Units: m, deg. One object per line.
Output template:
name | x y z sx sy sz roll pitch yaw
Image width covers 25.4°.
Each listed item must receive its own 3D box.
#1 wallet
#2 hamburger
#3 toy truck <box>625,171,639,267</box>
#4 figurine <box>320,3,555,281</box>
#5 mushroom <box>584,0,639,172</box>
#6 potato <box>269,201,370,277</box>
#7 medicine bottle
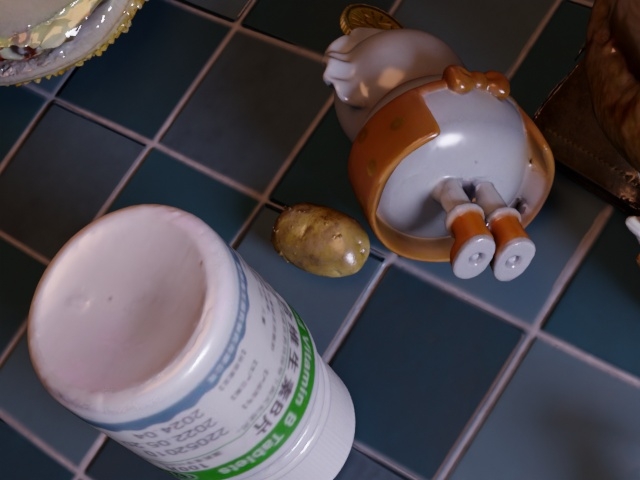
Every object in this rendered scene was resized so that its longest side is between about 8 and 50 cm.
wallet | 0.264 -0.137 1.002 0.255 0.031 0.137 -46 55 -5
hamburger | -0.269 -0.273 1.229 0.302 0.170 0.302 -10 57 16
toy truck | 0.308 -0.052 0.887 0.270 0.114 0.135 -45 52 -3
figurine | 0.075 -0.084 0.995 0.143 0.143 0.271 -20 59 14
mushroom | 0.266 -0.133 0.773 0.267 0.255 0.267 -8 79 45
potato | 0.000 0.000 1.040 0.083 0.040 0.051 24 85 34
medicine bottle | -0.071 0.086 0.906 0.139 0.237 0.139 -11 59 19
